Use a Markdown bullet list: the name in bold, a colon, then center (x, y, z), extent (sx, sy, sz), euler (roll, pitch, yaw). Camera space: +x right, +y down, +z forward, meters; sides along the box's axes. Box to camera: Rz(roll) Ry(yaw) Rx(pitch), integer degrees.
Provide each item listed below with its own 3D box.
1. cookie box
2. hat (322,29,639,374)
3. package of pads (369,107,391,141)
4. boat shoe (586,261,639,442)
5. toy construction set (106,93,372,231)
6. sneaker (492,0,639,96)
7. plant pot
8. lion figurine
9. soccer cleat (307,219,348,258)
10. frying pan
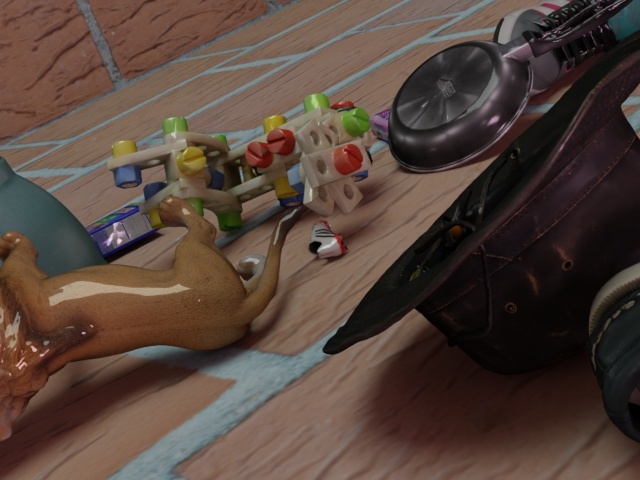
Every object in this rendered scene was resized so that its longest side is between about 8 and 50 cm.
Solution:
- **cookie box**: center (-0.277, -0.011, 1.523), extent (0.107, 0.040, 0.092), euler (-28, 13, -23)
- **hat**: center (0.160, 0.002, 0.791), extent (0.331, 0.134, 0.331), euler (-44, -2, -2)
- **package of pads**: center (0.101, -0.155, 1.529), extent (0.050, 0.032, 0.083), euler (-22, 17, -10)
- **boat shoe**: center (0.299, 0.032, 0.592), extent (0.340, 0.127, 0.113), euler (-15, 20, 25)
- **toy construction set**: center (-0.064, -0.092, 1.306), extent (0.327, 0.151, 0.215), euler (-3, -5, 41)
- **sneaker**: center (0.349, -0.277, 1.463), extent (0.178, 0.124, 0.295), euler (-20, 14, 39)
- **plant pot**: center (-0.411, 0.021, 1.344), extent (0.293, 0.196, 0.293), euler (-19, 17, 6)
- **lion figurine**: center (-0.187, 0.066, 1.052), extent (0.392, 0.142, 0.240), euler (-18, 25, -3)
- **soccer cleat**: center (0.000, 0.000, 1.198), extent (0.035, 0.029, 0.083), euler (-21, 22, -13)
- **frying pan**: center (0.210, -0.184, 1.324), extent (0.326, 0.053, 0.197), euler (-20, 43, 31)
